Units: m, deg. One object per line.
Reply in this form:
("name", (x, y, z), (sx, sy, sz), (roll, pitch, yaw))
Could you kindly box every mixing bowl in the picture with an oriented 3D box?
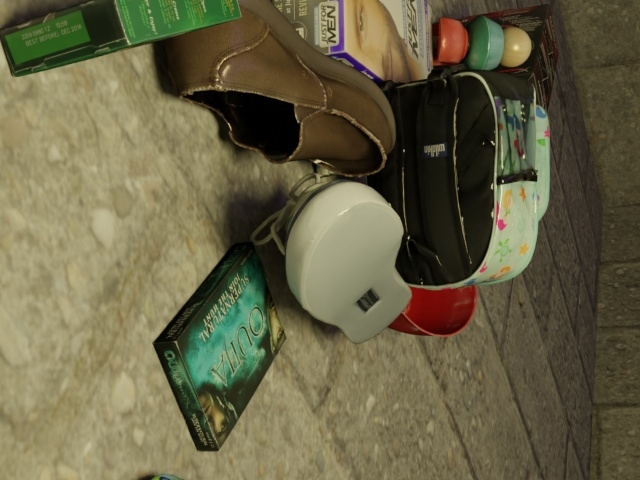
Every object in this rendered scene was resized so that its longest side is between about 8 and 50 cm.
("mixing bowl", (0.117, 0.055, 1.283), (0.181, 0.098, 0.181), (18, 61, -36))

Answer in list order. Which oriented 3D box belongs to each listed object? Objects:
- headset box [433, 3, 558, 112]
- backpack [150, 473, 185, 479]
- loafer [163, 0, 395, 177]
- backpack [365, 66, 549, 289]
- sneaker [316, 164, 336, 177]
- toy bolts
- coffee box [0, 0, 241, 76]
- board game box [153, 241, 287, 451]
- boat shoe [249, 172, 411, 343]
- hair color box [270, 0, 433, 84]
("headset box", (0.292, -0.302, 1.641), (0.293, 0.218, 0.110), (-67, 144, -48))
("backpack", (-0.090, 0.280, 0.784), (0.173, 0.117, 0.158), (59, 33, -38))
("loafer", (-0.045, -0.133, 0.983), (0.366, 0.133, 0.130), (27, 63, -50))
("backpack", (0.165, -0.066, 1.153), (0.191, 0.225, 0.254), (3, 85, -43))
("sneaker", (0.036, -0.140, 1.226), (0.162, 0.063, 0.073), (-48, 125, -59))
("toy bolts", (0.233, -0.227, 1.439), (0.218, 0.158, 0.229), (-133, -135, -75))
("coffee box", (-0.153, -0.175, 0.751), (0.184, 0.113, 0.040), (-40, 118, -60))
("board game box", (-0.092, 0.100, 0.927), (0.186, 0.026, 0.126), (-57, 135, -55))
("boat shoe", (0.007, -0.005, 1.026), (0.156, 0.136, 0.367), (48, -1, 21))
("hair color box", (0.053, -0.277, 1.240), (0.339, 0.110, 0.185), (14, 73, -63))
